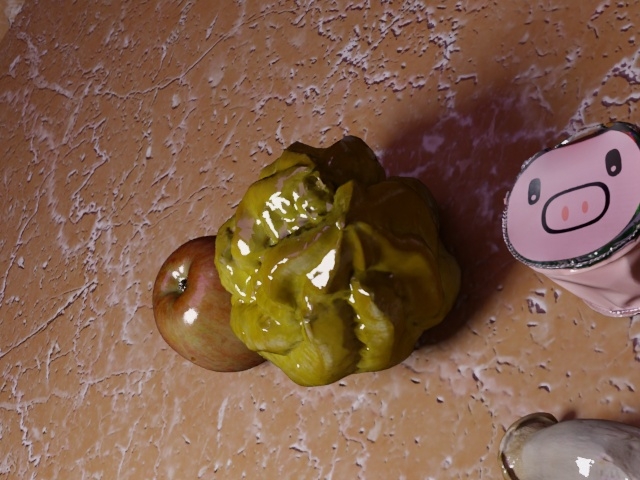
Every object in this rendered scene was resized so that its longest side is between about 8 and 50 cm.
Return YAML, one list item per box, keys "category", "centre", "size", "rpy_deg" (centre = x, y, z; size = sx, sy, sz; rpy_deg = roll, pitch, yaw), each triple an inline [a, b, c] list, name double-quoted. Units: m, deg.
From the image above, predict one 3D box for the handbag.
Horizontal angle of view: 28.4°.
- category: "handbag"
  centre: [0.306, -0.022, 1.329]
  size: [0.205, 0.116, 0.179]
  rpy_deg: [-22, 52, 42]

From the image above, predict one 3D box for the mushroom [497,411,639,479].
- category: "mushroom"
  centre: [0.264, 0.224, 1.256]
  size: [0.212, 0.088, 0.097]
  rpy_deg: [-6, 96, 54]

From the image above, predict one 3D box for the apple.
- category: "apple"
  centre: [-0.135, 0.085, 1.739]
  size: [0.188, 0.174, 0.188]
  rpy_deg: [-24, 54, 38]

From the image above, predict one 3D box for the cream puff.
- category: "cream puff"
  centre: [-0.001, -0.001, 1.519]
  size: [0.291, 0.257, 0.324]
  rpy_deg: [-21, 51, 7]
